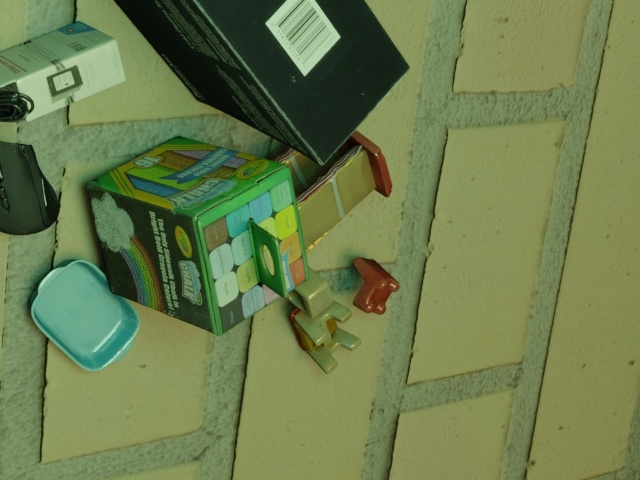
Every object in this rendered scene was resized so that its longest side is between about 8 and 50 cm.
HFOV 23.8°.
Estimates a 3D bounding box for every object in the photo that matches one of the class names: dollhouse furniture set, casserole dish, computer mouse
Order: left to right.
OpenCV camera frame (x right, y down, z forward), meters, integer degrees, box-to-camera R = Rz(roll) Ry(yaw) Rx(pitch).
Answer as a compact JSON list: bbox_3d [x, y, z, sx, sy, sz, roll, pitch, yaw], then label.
[{"bbox_3d":[-0.432,-0.077,1.892,0.184,0.060,0.262,-2,142,0],"label":"computer mouse"},{"bbox_3d":[-0.329,0.100,2.099,0.114,0.037,0.188,-48,131,-11],"label":"casserole dish"},{"bbox_3d":[0.000,0.000,2.264,0.201,0.152,0.374,-41,146,-17],"label":"dollhouse furniture set"}]

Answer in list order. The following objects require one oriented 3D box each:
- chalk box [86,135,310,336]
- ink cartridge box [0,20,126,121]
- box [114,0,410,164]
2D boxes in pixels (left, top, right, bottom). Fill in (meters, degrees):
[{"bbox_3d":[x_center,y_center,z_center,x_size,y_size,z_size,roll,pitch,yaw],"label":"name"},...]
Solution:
[{"bbox_3d":[-0.139,-0.005,2.011,0.179,0.289,0.180,-32,126,-38],"label":"chalk box"},{"bbox_3d":[-0.350,-0.207,1.905,0.180,0.104,0.060,-27,125,-25],"label":"ink cartridge box"},{"bbox_3d":[-0.110,-0.305,1.908,0.179,0.312,0.343,-48,131,-11],"label":"box"}]
